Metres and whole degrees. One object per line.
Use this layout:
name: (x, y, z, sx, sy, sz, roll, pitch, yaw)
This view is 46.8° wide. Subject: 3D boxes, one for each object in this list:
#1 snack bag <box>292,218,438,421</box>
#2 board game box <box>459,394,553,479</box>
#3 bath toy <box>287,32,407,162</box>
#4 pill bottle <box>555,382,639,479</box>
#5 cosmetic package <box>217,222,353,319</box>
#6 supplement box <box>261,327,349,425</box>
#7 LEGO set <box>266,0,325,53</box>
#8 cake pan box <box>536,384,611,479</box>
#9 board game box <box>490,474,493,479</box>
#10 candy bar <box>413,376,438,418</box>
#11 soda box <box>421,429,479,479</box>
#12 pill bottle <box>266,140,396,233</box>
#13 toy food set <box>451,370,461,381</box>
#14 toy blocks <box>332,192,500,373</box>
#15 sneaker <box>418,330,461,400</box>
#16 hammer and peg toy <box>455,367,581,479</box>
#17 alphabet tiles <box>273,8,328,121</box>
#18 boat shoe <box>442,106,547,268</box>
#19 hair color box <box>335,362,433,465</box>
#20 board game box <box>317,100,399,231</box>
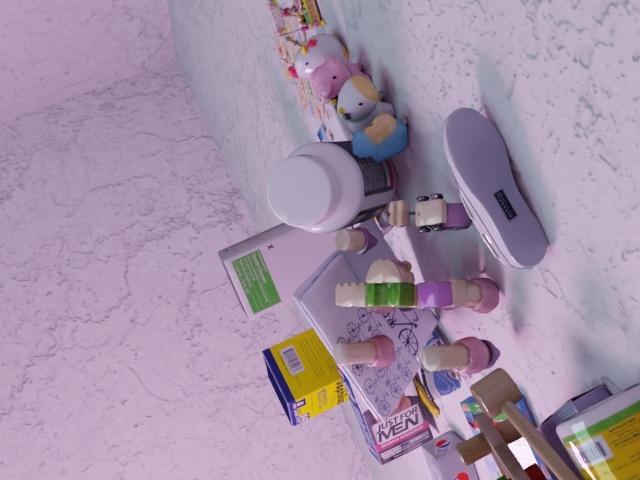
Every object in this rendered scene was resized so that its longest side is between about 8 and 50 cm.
snack bag: (0.118, 0.150, 1.552, 0.037, 0.342, 0.323, -23, 106, 42)
board game box: (0.378, 0.411, 1.469, 0.160, 0.039, 0.211, -24, 90, 60)
bath toy: (0.042, -0.301, 1.482, 0.151, 0.129, 0.348, 81, 162, -50)
pill bottle: (0.428, 0.323, 0.958, 0.245, 0.137, 0.136, 63, 167, 18)
cosmetic package: (-0.082, 0.052, 2.094, 0.196, 0.366, 0.155, 67, 170, -13)
supplement box: (0.029, 0.377, 2.242, 0.195, 0.357, 0.194, 59, 166, 31)
LEGO set: (-0.085, -0.541, 1.625, 0.286, 0.107, 0.132, 66, 168, 3)
cake pan box: (0.444, 0.373, 1.152, 0.245, 0.070, 0.266, 59, 166, 25)
board game box: (0.434, 0.589, 1.700, 0.090, 0.020, 0.090, 67, 168, -1)
candy bar: (0.282, 0.423, 2.048, 0.040, 0.018, 0.161, 80, 163, -45)
soda box: (0.363, 0.651, 1.939, 0.286, 0.098, 0.091, 70, 166, -15)
pill bottle: (0.023, -0.108, 1.462, 0.176, 0.176, 0.318, 66, -156, 2)
toy food set: (0.296, 0.308, 1.774, 0.077, 0.019, 0.122, 68, 168, -4)
toy blocks: (0.206, 0.090, 1.391, 0.289, 0.260, 0.308, -6, 82, 48)
sneaker: (0.266, 0.262, 1.705, 0.080, 0.081, 0.211, 57, -160, -59)
hammer and peg toy: (0.313, 0.389, 1.121, 0.361, 0.127, 0.266, 61, 180, -28)
alphabet tiles: (-0.052, -0.442, 1.877, 0.284, 0.021, 0.277, 47, 158, 56)
boat shoe: (0.245, -0.072, 1.111, 0.258, 0.095, 0.084, 67, 164, 1)
hair color box: (0.174, 0.431, 2.069, 0.347, 0.174, 0.105, 69, 168, -14)
board game box: (0.088, -0.161, 1.715, 0.305, 0.053, 0.193, 65, 167, 8)
